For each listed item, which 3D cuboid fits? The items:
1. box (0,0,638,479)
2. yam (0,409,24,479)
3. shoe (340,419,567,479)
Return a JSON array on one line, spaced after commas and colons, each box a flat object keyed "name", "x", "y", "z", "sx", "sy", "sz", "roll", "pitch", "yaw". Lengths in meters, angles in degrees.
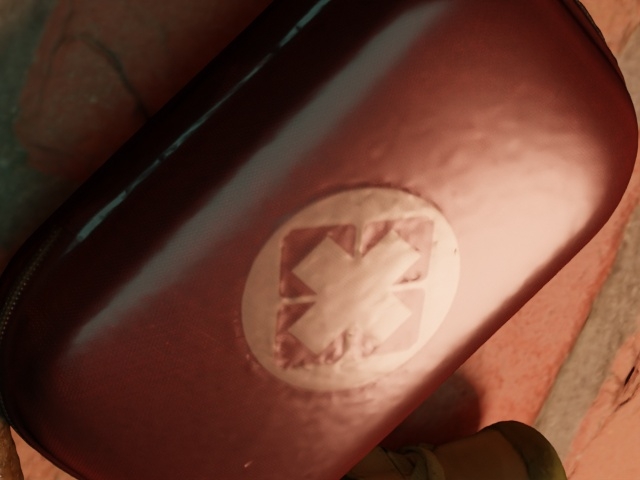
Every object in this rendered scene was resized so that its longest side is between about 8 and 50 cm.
[{"name": "box", "x": 0.000, "y": 0.000, "z": 0.896, "sx": 0.404, "sy": 0.108, "sz": 0.263, "roll": -44, "pitch": 127, "yaw": 6}, {"name": "yam", "x": -0.209, "y": 0.207, "z": 0.956, "sx": 0.061, "sy": 0.061, "sz": 0.274, "roll": -11, "pitch": 123, "yaw": -19}, {"name": "shoe", "x": 0.042, "y": 0.203, "z": 1.017, "sx": 0.262, "sy": 0.140, "sz": 0.128, "roll": -32, "pitch": 133, "yaw": 1}]
